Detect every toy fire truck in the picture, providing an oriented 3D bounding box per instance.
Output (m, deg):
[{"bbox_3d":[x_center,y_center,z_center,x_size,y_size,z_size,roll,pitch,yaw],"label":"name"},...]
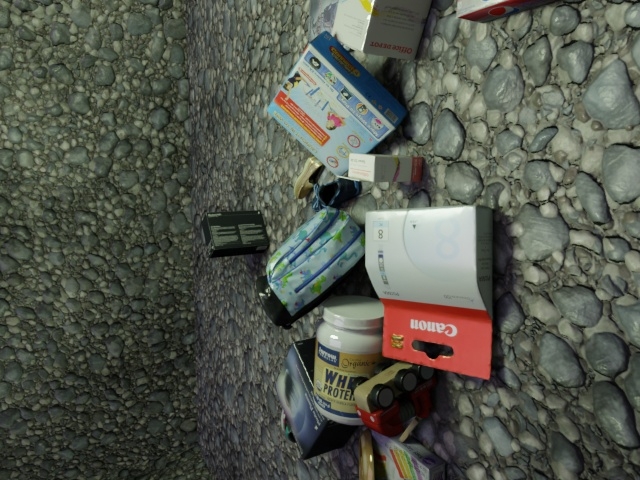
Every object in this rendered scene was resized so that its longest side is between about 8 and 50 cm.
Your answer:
[{"bbox_3d":[0.205,0.445,1.212,0.158,0.216,0.247,-8,102,60],"label":"toy fire truck"}]

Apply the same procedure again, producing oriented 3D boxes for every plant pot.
[{"bbox_3d":[0.138,0.698,1.408,0.236,0.032,0.237,-1,-90,-89],"label":"plant pot"}]

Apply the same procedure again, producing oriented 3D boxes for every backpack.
[{"bbox_3d":[-0.021,0.067,1.387,0.274,0.355,0.290,64,180,0],"label":"backpack"}]

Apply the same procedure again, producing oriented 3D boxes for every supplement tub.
[{"bbox_3d":[0.096,0.339,1.346,0.228,0.228,0.317,22,113,57],"label":"supplement tub"}]

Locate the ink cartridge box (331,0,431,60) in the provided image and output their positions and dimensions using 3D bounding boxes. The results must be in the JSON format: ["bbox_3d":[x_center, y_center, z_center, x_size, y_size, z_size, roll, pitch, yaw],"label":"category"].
[{"bbox_3d":[0.158,-0.595,1.157,0.168,0.171,0.233,50,134,46],"label":"ink cartridge box"}]

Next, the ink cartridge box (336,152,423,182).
[{"bbox_3d":[0.152,-0.189,1.200,0.115,0.198,0.067,22,113,57],"label":"ink cartridge box"}]

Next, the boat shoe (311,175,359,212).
[{"bbox_3d":[0.026,-0.160,1.530,0.258,0.088,0.109,-36,64,56],"label":"boat shoe"}]

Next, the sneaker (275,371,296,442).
[{"bbox_3d":[-0.102,0.677,1.836,0.178,0.123,0.296,21,120,63],"label":"sneaker"}]

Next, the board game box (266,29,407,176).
[{"bbox_3d":[0.036,-0.367,1.313,0.308,0.086,0.302,42,147,-9],"label":"board game box"}]

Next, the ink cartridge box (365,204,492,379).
[{"bbox_3d":[0.245,0.114,1.102,0.308,0.091,0.386,0,89,46],"label":"ink cartridge box"}]

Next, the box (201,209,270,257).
[{"bbox_3d":[-0.382,-0.031,2.082,0.103,0.261,0.185,-44,56,53],"label":"box"}]

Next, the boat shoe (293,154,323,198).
[{"bbox_3d":[-0.041,-0.214,1.669,0.072,0.068,0.190,51,137,28],"label":"boat shoe"}]

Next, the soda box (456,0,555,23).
[{"bbox_3d":[0.383,-0.491,0.872,0.263,0.083,0.092,17,108,59],"label":"soda box"}]

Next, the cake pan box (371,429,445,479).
[{"bbox_3d":[0.244,0.683,1.304,0.266,0.070,0.246,15,109,59],"label":"cake pan box"}]

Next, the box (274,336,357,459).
[{"bbox_3d":[-0.005,0.537,1.601,0.296,0.182,0.294,59,143,38],"label":"box"}]

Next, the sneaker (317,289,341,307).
[{"bbox_3d":[0.011,0.104,1.574,0.111,0.103,0.253,-7,108,27],"label":"sneaker"}]

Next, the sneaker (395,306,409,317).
[{"bbox_3d":[0.245,0.159,1.210,0.069,0.082,0.210,37,124,54],"label":"sneaker"}]

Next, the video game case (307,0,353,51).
[{"bbox_3d":[0.034,-0.706,1.501,0.274,0.026,0.196,25,115,55],"label":"video game case"}]
